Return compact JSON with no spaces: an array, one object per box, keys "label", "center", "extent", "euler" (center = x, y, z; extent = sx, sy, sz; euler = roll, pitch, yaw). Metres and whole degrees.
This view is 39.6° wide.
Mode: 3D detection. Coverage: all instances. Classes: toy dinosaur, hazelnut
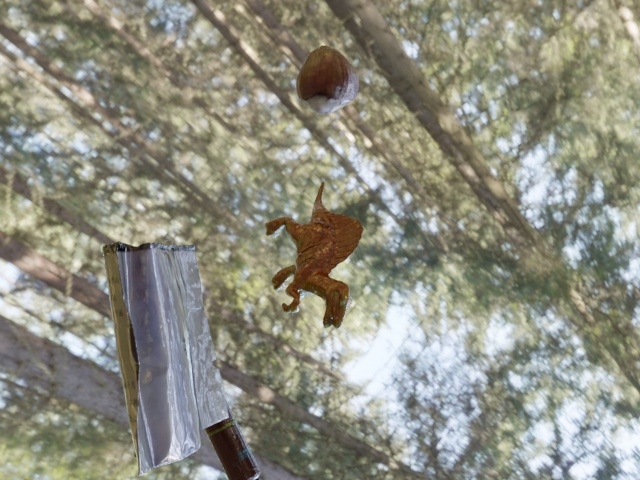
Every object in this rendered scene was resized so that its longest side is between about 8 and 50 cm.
[{"label":"toy dinosaur","center":[-0.001,0.001,0.971],"extent":[0.142,0.057,0.212],"euler":[-10,-127,45]},{"label":"hazelnut","center":[0.008,-0.193,1.067],"extent":[0.086,0.086,0.086],"euler":[-16,-124,25]}]

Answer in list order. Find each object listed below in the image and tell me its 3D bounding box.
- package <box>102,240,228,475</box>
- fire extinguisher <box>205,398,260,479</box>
[{"label":"package","center":[-0.152,0.100,0.864],"extent":[0.062,0.251,0.204],"euler":[-8,-92,8]},{"label":"fire extinguisher","center":[-0.101,0.231,0.995],"extent":[0.039,0.056,0.132],"euler":[-31,-99,17]}]
